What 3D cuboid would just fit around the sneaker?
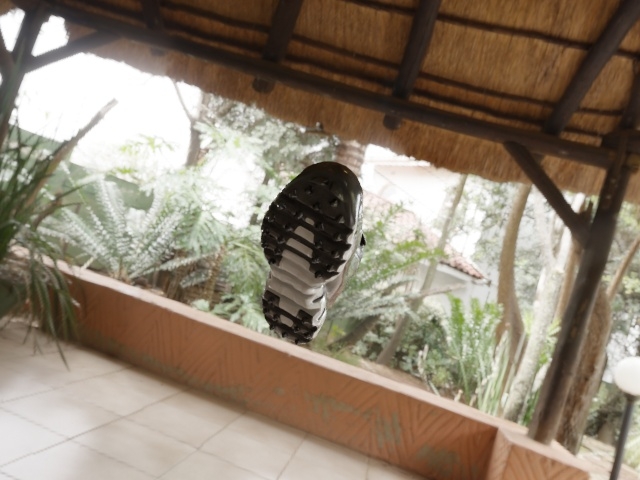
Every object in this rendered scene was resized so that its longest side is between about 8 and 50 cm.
[{"bbox_3d":[0.000,0.000,0.452,0.078,0.106,0.234,29,-36,11],"label":"sneaker"}]
